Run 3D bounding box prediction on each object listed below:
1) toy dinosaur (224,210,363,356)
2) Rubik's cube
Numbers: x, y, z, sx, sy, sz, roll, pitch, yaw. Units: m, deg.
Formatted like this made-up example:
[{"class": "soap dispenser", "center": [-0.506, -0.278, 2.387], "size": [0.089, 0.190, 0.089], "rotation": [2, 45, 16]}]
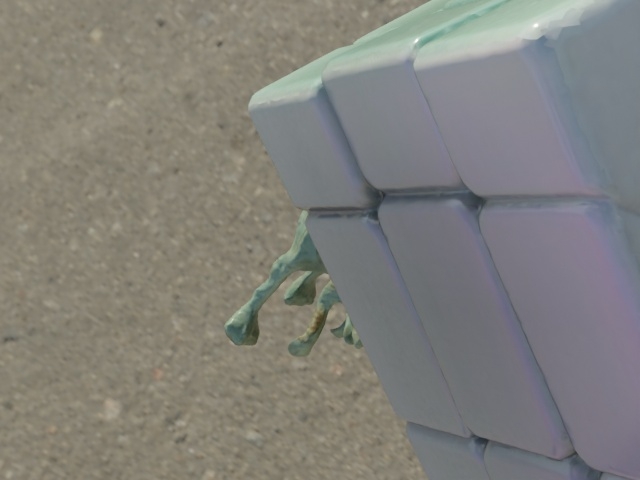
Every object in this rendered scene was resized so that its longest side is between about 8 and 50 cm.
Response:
[{"class": "toy dinosaur", "center": [0.000, 0.000, 1.258], "size": [0.205, 0.092, 0.393], "rotation": [-50, 23, 36]}, {"class": "Rubik's cube", "center": [0.203, -0.021, 0.760], "size": [0.322, 0.318, 0.316], "rotation": [-30, 12, -23]}]
